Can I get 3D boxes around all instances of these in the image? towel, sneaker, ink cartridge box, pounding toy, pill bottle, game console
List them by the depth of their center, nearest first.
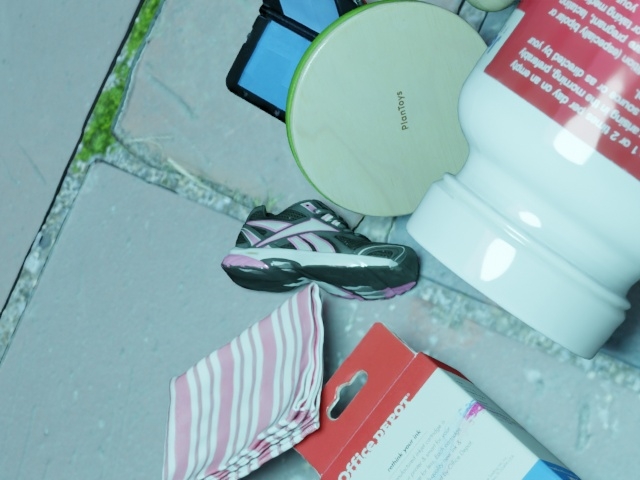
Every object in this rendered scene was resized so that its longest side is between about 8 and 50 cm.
[{"bbox_3d":[0.249,-0.124,1.367,0.229,0.229,0.407,39,97,33],"label":"pill bottle"},{"bbox_3d":[0.097,0.184,1.457,0.231,0.078,0.134,42,98,32],"label":"ink cartridge box"},{"bbox_3d":[0.054,-0.146,1.544,0.110,0.183,0.236,-134,57,-63],"label":"pounding toy"},{"bbox_3d":[-0.070,0.133,1.551,0.197,0.029,0.144,-35,36,33],"label":"towel"},{"bbox_3d":[0.000,0.000,1.577,0.178,0.072,0.077,5,68,26],"label":"sneaker"},{"bbox_3d":[-0.025,-0.173,1.634,0.144,0.124,0.085,31,66,33],"label":"game console"}]
